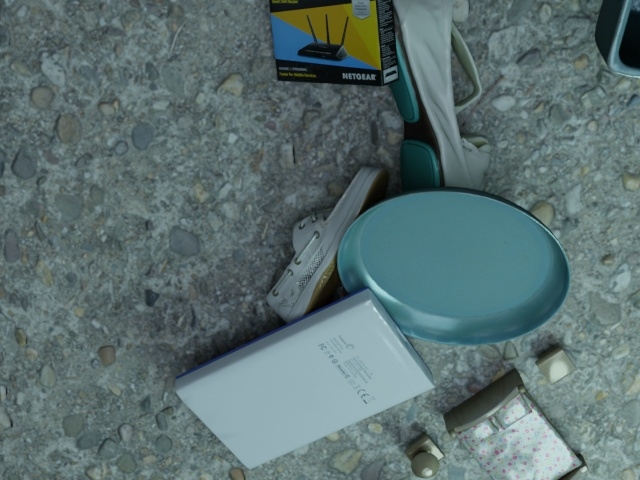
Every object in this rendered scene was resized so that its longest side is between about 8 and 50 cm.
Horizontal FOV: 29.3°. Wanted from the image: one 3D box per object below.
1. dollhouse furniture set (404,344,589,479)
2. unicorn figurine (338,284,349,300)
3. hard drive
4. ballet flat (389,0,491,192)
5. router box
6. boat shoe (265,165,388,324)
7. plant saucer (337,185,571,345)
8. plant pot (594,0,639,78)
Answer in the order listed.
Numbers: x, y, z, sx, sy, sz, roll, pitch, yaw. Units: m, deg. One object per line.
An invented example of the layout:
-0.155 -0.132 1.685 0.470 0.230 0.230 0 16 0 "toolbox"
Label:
0.309 0.391 1.840 0.355 0.174 0.303 -36 106 11 "dollhouse furniture set"
0.049 0.133 1.816 0.162 0.060 0.111 33 105 -28 "unicorn figurine"
-0.021 0.207 1.790 0.318 0.040 0.210 -26 127 14 "hard drive"
0.170 -0.159 1.690 0.139 0.139 0.400 -12 107 3 "ballet flat"
0.016 -0.277 1.630 0.179 0.046 0.133 8 113 37 "router box"
0.000 0.000 1.744 0.096 0.098 0.277 36 110 17 "boat shoe"
0.182 0.031 1.674 0.317 0.044 0.318 7 139 6 "plant saucer"
0.481 -0.334 1.561 0.247 0.252 0.248 10 107 -5 "plant pot"
